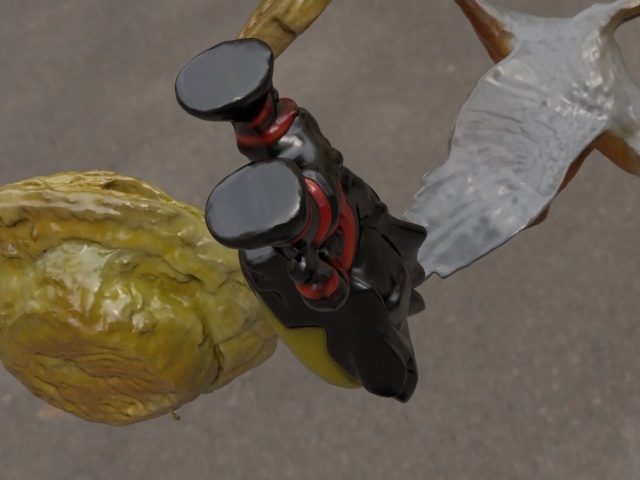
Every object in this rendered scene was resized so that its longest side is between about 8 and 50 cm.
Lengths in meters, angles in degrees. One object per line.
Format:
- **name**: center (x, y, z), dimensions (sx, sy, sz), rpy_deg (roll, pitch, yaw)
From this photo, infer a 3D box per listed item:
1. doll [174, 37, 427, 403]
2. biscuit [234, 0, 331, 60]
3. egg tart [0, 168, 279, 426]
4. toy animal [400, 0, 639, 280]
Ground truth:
- **doll**: center (-0.003, -0.001, 0.730), dimensions (0.088, 0.249, 0.127), rpy_deg (4, 75, 17)
- **biscuit**: center (0.002, -0.193, 1.072), dimensions (0.166, 0.036, 0.225), rpy_deg (-42, 13, 47)
- **egg tart**: center (-0.184, 0.069, 1.348), dimensions (0.318, 0.319, 0.128), rpy_deg (-3, 54, 25)
- **toy animal**: center (0.143, -0.147, 1.223), dimensions (0.302, 0.284, 0.225), rpy_deg (-23, -1, 15)
